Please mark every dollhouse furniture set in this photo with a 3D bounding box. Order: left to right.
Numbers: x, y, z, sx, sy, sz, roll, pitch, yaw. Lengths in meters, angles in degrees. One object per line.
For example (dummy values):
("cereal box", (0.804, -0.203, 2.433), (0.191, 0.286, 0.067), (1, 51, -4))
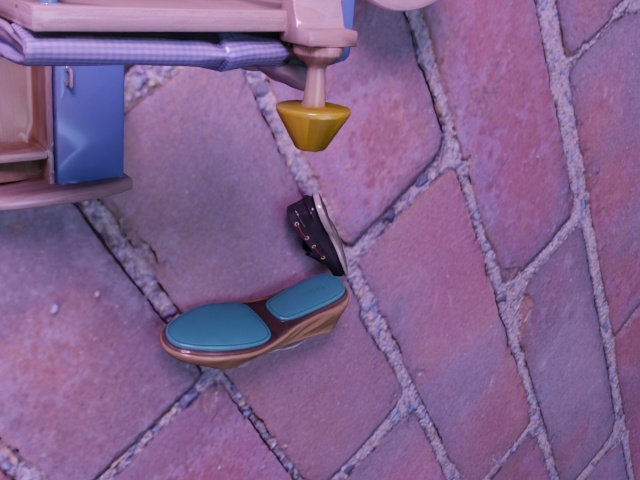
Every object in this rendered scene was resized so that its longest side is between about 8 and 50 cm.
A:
("dollhouse furniture set", (-0.172, -0.079, 0.499), (0.286, 0.303, 0.198), (-12, 117, -38))

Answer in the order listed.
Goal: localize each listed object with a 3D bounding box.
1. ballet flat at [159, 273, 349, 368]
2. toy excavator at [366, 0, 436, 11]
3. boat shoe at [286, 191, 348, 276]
("ballet flat", (-0.064, 0.100, 0.850), (0.232, 0.080, 0.073), (-14, 134, -35))
("toy excavator", (0.147, -0.481, 0.686), (0.445, 0.222, 0.433), (-32, 130, -9))
("boat shoe", (0.000, -0.001, 0.880), (0.042, 0.049, 0.133), (-21, 141, 7))
